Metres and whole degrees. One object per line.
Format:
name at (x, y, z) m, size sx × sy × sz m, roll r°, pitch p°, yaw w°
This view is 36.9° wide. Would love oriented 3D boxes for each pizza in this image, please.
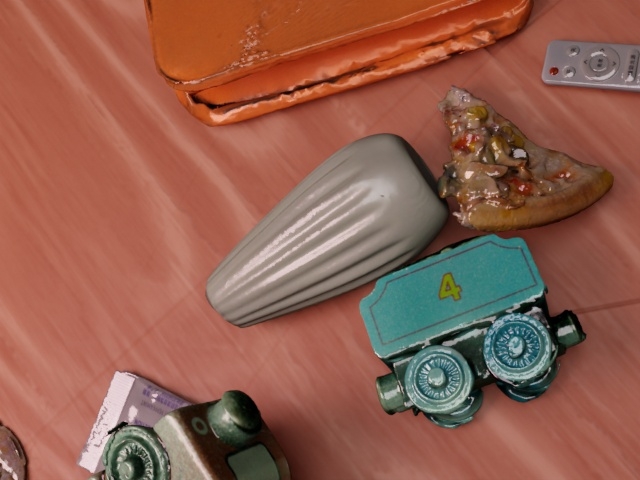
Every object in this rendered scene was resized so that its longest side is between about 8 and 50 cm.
pizza at (0.176, -0.091, 0.936) m, size 0.185 × 0.052 × 0.195 m, roll -14°, pitch 51°, yaw -25°

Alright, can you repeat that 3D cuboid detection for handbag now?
handbag at (0.004, -0.312, 1.029) m, size 0.410 × 0.116 × 0.303 m, roll -16°, pitch 70°, yaw 9°

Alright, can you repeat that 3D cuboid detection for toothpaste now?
toothpaste at (-0.115, 0.227, 0.951) m, size 0.282 × 0.068 × 0.099 m, roll 21°, pitch 55°, yaw 24°

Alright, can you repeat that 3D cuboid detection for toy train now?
toy train at (-0.161, 0.260, 0.870) m, size 0.326 × 0.129 × 0.159 m, roll -40°, pitch 75°, yaw 23°
toy train at (0.138, 0.085, 0.898) m, size 0.198 × 0.107 × 0.154 m, roll -23°, pitch 65°, yaw 8°

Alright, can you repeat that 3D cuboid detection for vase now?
vase at (0.000, 0.000, 0.946) m, size 0.248 × 0.128 × 0.128 m, roll -33°, pitch 71°, yaw 13°

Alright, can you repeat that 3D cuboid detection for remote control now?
remote control at (0.317, -0.169, 0.958) m, size 0.184 × 0.027 × 0.050 m, roll 9°, pitch 77°, yaw 21°

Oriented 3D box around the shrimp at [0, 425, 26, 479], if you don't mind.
shrimp at (-0.359, 0.285, 1.004) m, size 0.126 × 0.047 × 0.223 m, roll -23°, pitch 70°, yaw -3°
